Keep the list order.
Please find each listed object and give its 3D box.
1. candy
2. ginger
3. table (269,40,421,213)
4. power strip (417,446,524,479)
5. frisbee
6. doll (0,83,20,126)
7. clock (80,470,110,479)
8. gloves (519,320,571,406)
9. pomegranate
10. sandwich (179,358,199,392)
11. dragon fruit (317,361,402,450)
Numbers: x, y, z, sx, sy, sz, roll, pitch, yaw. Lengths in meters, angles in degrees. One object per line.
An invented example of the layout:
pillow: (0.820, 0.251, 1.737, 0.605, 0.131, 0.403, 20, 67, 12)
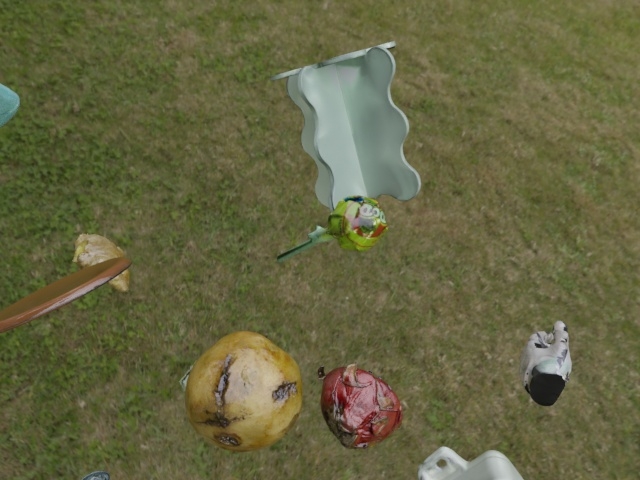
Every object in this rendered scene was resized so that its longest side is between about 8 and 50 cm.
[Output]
candy: (0.000, 0.000, 0.600, 0.062, 0.194, 0.058, 2, 74, -34)
ginger: (-0.580, 0.049, 1.447, 0.102, 0.157, 0.216, -51, 43, 3)
table: (0.041, -0.139, 0.718, 0.167, 0.166, 0.198, -24, 108, -25)
power strip: (0.184, 0.300, 0.389, 0.098, 0.058, 0.338, -39, 88, 10)
frisbee: (-0.441, 0.088, 0.928, 0.251, 0.251, 0.021, -29, 105, -27)
doll: (-0.398, -0.109, 0.581, 0.159, 0.059, 0.158, 30, 88, 13)
clock: (-0.628, 0.675, 1.515, 0.085, 0.017, 0.085, -5, 17, 2)
gloves: (0.478, 0.254, 1.161, 0.111, 0.127, 0.212, -8, 17, 16)
pomegranate: (-0.167, 0.340, 1.210, 0.261, 0.260, 0.260, 6, 57, -10)
sandwich: (-0.359, 0.396, 1.586, 0.093, 0.036, 0.104, 7, 90, -33)
dragon fruit: (0.074, 0.430, 1.331, 0.148, 0.219, 0.223, -43, 112, -46)
